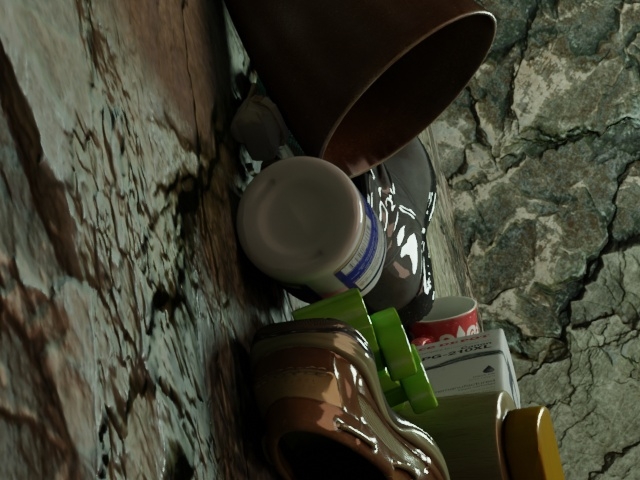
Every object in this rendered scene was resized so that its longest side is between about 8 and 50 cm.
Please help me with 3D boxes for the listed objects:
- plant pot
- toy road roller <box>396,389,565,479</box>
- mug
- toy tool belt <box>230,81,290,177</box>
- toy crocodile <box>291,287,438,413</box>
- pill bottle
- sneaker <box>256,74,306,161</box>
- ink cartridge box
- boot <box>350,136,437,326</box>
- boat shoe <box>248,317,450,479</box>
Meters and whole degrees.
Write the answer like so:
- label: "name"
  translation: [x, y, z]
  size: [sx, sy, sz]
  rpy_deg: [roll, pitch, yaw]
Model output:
- label: "plant pot"
  translation: [0.008, -0.211, 1.328]
  size: [0.230, 0.215, 0.215]
  rpy_deg: [48, 2, 16]
- label: "toy road roller"
  translation: [0.140, 0.335, 1.419]
  size: [0.240, 0.203, 0.329]
  rpy_deg: [-35, 114, -68]
- label: "mug"
  translation: [0.183, 0.189, 2.183]
  size: [0.113, 0.150, 0.169]
  rpy_deg: [16, -59, 59]
- label: "toy tool belt"
  translation: [-0.052, -0.101, 1.302]
  size: [0.083, 0.052, 0.051]
  rpy_deg: [68, 22, -44]
- label: "toy crocodile"
  translation: [0.030, 0.110, 1.314]
  size: [0.340, 0.115, 0.105]
  rpy_deg: [59, 9, -67]
- label: "pill bottle"
  translation: [0.000, 0.000, 1.284]
  size: [0.186, 0.112, 0.112]
  rpy_deg: [47, 32, -72]
- label: "sneaker"
  translation: [-0.017, -0.119, 1.443]
  size: [0.166, 0.076, 0.065]
  rpy_deg: [64, 15, -52]
- label: "ink cartridge box"
  translation: [0.142, 0.197, 1.653]
  size: [0.237, 0.172, 0.100]
  rpy_deg: [-63, 139, -75]
- label: "boot"
  translation: [0.056, -0.083, 1.648]
  size: [0.222, 0.118, 0.338]
  rpy_deg: [58, 16, -46]
- label: "boat shoe"
  translation: [0.023, 0.199, 1.191]
  size: [0.324, 0.123, 0.120]
  rpy_deg: [56, 27, -43]
